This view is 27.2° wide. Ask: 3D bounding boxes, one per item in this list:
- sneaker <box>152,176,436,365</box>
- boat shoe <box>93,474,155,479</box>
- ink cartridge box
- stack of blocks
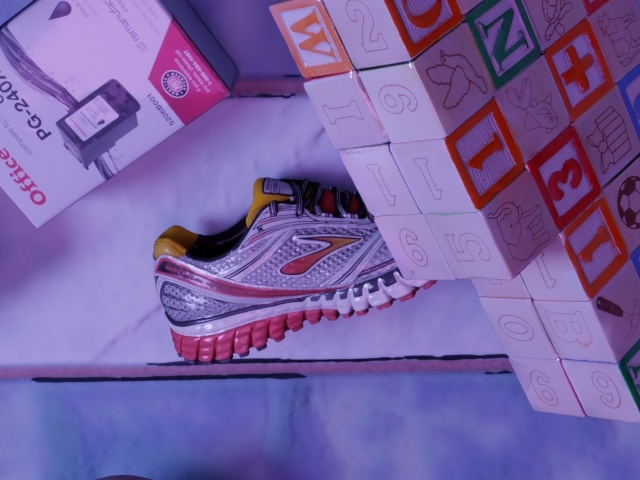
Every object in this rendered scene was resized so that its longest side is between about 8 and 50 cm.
[{"bbox_3d":[0.000,0.000,0.811,0.225,0.088,0.092,-20,105,7],"label":"sneaker"},{"bbox_3d":[-0.057,0.257,0.915,0.324,0.123,0.116,33,143,-21],"label":"boat shoe"},{"bbox_3d":[-0.141,-0.094,0.787,0.150,0.063,0.109,-34,108,14],"label":"ink cartridge box"},{"bbox_3d":[0.117,-0.043,0.739,0.171,0.087,0.297,-40,113,-31],"label":"stack of blocks"}]
